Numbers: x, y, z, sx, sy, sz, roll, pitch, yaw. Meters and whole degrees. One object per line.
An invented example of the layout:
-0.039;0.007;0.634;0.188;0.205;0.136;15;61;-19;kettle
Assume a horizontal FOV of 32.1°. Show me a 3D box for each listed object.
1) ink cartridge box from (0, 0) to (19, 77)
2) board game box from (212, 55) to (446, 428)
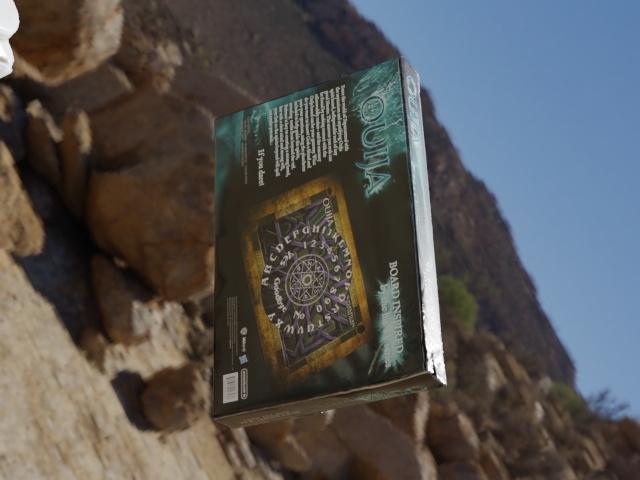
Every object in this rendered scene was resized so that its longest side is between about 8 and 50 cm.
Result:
-0.260;-0.089;0.338;0.197;0.272;0.114;65;8;13;ink cartridge box
0.000;0.000;0.604;0.026;0.126;0.186;38;44;-53;board game box
